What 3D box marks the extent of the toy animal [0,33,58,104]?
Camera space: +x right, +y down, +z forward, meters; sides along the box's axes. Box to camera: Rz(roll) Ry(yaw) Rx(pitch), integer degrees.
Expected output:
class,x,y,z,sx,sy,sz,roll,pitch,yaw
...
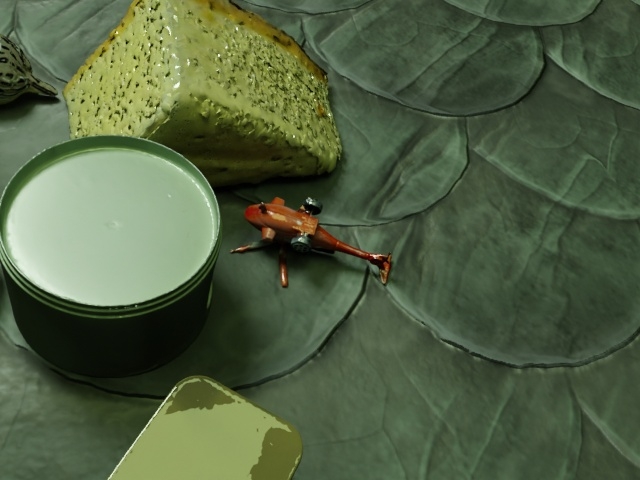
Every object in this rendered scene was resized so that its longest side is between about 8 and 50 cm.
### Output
class,x,y,z,sx,sy,sz,roll,pitch,yaw
toy animal,-0.419,-0.227,0.967,0.137,0.098,0.098,5,53,-11

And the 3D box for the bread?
class,x,y,z,sx,sy,sz,roll,pitch,yaw
bread,-0.161,-0.165,1.006,0.315,0.279,0.248,29,36,-50

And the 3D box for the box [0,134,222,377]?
class,x,y,z,sx,sy,sz,roll,pitch,yaw
box,-0.224,0.016,0.802,0.226,0.149,0.226,7,53,-10

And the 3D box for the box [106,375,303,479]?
class,x,y,z,sx,sy,sz,roll,pitch,yaw
box,-0.120,0.247,0.693,0.144,0.090,0.201,27,53,7

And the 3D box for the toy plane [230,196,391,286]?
class,x,y,z,sx,sy,sz,roll,pitch,yaw
toy plane,-0.003,0.007,0.916,0.194,0.077,0.126,36,62,2
